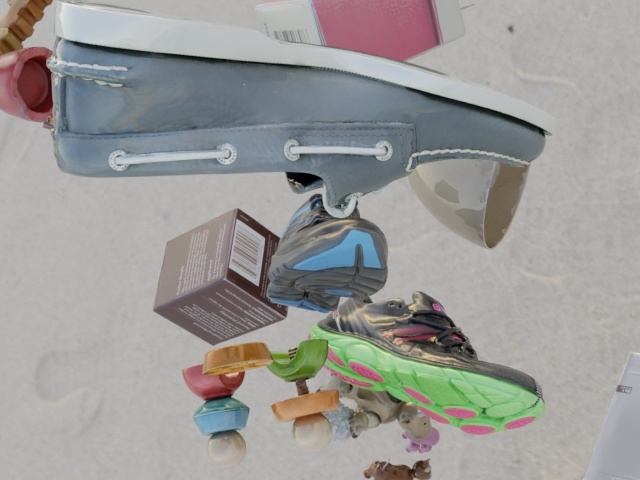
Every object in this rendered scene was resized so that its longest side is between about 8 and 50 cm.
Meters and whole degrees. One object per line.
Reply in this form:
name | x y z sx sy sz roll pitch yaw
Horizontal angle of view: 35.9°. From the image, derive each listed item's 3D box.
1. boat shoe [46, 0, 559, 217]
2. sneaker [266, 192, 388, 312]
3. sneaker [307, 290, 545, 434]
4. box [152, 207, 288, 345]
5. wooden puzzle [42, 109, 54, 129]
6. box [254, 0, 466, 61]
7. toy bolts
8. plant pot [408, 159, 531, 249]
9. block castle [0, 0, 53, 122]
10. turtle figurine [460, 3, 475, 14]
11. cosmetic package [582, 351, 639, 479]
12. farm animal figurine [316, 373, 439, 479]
boat shoe | -0.003 -0.068 0.592 0.116 0.320 0.099 33 114 61
sneaker | 0.000 0.000 1.188 0.341 0.125 0.139 149 133 -74
sneaker | 0.186 0.189 1.748 0.483 0.185 0.202 19 63 40
box | -0.182 0.073 1.889 0.203 0.167 0.168 -23 46 36
wooden puzzle | -0.244 -0.120 0.988 0.083 0.049 0.006 -74 3 -51
box | 0.054 -0.297 1.336 0.232 0.126 0.149 -28 22 -28
toy bolts | -0.107 0.245 1.439 0.229 0.218 0.158 -20 74 33
plant pot | 0.285 -0.144 1.946 0.191 0.284 0.284 18 78 23
block castle | -0.385 -0.370 1.043 0.213 0.453 0.303 8 61 34
turtle figurine | 0.202 -0.530 2.115 0.234 0.118 0.175 -7 19 -8
cosmetic package | 0.501 0.298 1.497 0.127 0.107 0.238 4 52 38
farm animal figurine | 0.148 0.323 1.979 0.172 0.327 0.330 -41 15 36
